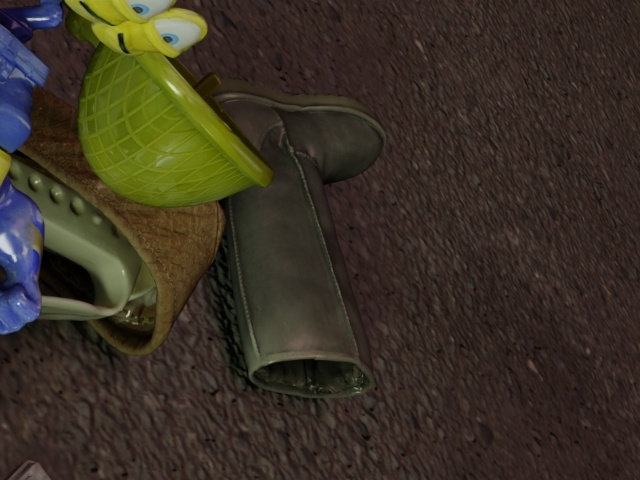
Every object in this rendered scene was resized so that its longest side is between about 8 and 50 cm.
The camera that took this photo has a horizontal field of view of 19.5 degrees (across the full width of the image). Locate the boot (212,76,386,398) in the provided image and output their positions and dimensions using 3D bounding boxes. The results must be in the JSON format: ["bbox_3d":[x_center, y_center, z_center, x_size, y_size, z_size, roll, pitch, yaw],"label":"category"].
[{"bbox_3d":[-0.001,0.001,1.211,0.189,0.076,0.208,4,51,-42],"label":"boot"}]

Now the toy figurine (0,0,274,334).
[{"bbox_3d":[-0.176,-0.045,0.738,0.191,0.217,0.362,35,-4,20],"label":"toy figurine"}]

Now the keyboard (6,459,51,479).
[{"bbox_3d":[-0.164,0.181,0.819,0.072,0.014,0.256,60,27,-9],"label":"keyboard"}]

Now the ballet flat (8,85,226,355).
[{"bbox_3d":[-0.180,-0.035,0.933,0.342,0.116,0.124,37,53,-43],"label":"ballet flat"}]
